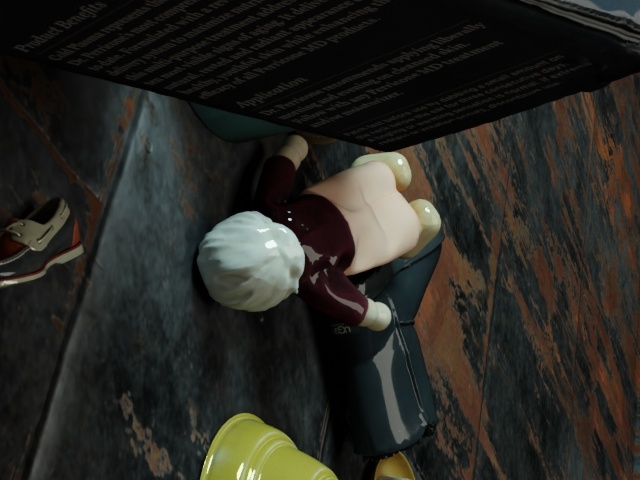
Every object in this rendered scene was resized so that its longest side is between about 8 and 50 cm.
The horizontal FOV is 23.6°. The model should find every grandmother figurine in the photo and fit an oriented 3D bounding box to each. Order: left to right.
[{"bbox_3d":[0.000,0.000,1.482,0.208,0.104,0.342,52,30,12],"label":"grandmother figurine"}]

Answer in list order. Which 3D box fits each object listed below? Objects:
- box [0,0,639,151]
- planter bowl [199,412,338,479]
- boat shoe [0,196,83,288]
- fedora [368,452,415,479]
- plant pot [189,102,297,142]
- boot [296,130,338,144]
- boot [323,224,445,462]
[{"bbox_3d":[-0.044,-0.351,0.953,0.471,0.297,0.480,12,72,-37],"label":"box"},{"bbox_3d":[-0.029,0.266,1.406,0.217,0.090,0.217,-5,90,-69],"label":"planter bowl"},{"bbox_3d":[-0.206,0.004,1.063,0.137,0.049,0.043,-38,118,-67],"label":"boat shoe"},{"bbox_3d":[0.112,0.331,1.760,0.194,0.079,0.194,-5,90,-68],"label":"fedora"},{"bbox_3d":[0.016,-0.247,1.414,0.293,0.235,0.293,-5,90,-68],"label":"plant pot"},{"bbox_3d":[0.044,-0.205,1.687,0.220,0.109,0.283,70,30,-71],"label":"boot"},{"bbox_3d":[0.083,0.110,1.702,0.246,0.094,0.207,-38,118,-56],"label":"boot"}]
